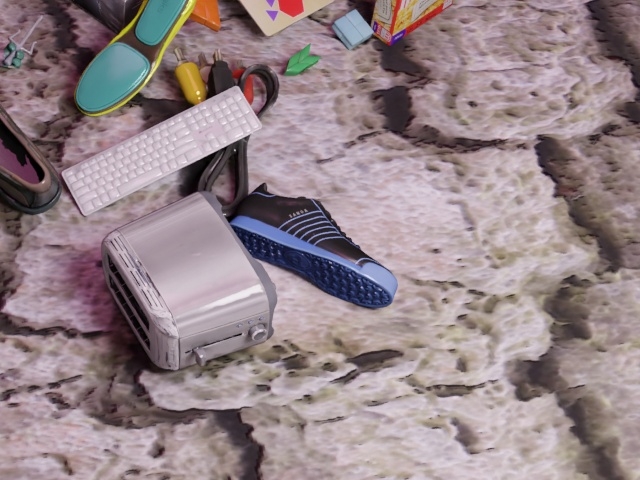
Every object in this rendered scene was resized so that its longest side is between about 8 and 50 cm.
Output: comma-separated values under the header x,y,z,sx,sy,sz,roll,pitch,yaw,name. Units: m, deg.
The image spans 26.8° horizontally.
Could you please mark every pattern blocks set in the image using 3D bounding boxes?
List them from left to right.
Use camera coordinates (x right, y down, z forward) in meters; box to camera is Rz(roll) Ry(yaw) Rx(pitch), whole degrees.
x,y,z,sx,sy,sz,roll,pitch,yaw,name
-0.081,-0.386,1.936,0.285,0.026,0.325,-24,79,-29,pattern blocks set

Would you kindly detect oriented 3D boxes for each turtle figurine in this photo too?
x,y,z,sx,sy,sz,roll,pitch,yaw,name
-0.473,-0.298,1.806,0.118,0.175,0.234,-21,19,22,turtle figurine

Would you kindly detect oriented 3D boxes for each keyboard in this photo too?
x,y,z,sx,sy,sz,roll,pitch,yaw,name
-0.203,-0.116,1.724,0.256,0.014,0.072,-28,63,-10,keyboard

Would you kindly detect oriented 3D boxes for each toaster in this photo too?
x,y,z,sx,sy,sz,roll,pitch,yaw,name
-0.160,0.044,1.573,0.146,0.129,0.227,-22,59,-22,toaster

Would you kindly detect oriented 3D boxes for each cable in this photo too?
x,y,z,sx,sy,sz,roll,pitch,yaw,name
-0.119,-0.140,1.793,0.139,0.072,0.287,5,62,-23,cable

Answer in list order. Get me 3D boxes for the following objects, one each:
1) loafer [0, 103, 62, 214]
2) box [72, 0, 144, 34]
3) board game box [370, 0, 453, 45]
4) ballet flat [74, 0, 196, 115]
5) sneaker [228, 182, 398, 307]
x,y,z,sx,sy,sz,roll,pitch,yaw,name
-0.424,-0.145,1.660,0.267,0.084,0.096,41,73,1,loafer
-0.266,-0.456,1.991,0.242,0.077,0.307,36,55,19,box
0.147,-0.392,1.932,0.045,0.193,0.146,39,56,21,board game box
-0.243,-0.259,1.823,0.077,0.077,0.231,37,89,4,ballet flat
0.000,0.000,1.664,0.232,0.081,0.090,25,58,12,sneaker
